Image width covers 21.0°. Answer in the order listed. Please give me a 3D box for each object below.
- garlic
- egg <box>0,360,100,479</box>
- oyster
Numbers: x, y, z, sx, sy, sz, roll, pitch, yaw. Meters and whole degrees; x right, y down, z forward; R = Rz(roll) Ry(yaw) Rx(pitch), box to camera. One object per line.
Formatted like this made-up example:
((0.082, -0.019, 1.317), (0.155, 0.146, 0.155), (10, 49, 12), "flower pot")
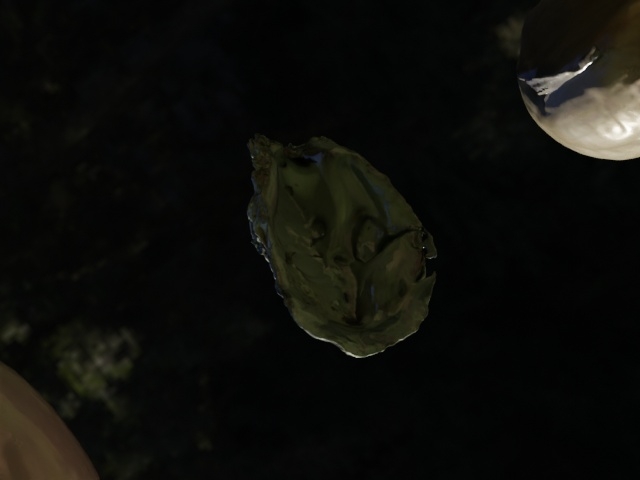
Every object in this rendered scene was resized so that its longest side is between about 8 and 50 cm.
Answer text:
((0.123, -0.073, 0.732), (0.066, 0.084, 0.152), (42, 173, -16), "garlic")
((-0.352, 0.257, 1.573), (0.354, 0.354, 0.340), (18, -107, -76), "egg")
((0.000, -0.003, 1.465), (0.252, 0.199, 0.087), (30, 140, 28), "oyster")
